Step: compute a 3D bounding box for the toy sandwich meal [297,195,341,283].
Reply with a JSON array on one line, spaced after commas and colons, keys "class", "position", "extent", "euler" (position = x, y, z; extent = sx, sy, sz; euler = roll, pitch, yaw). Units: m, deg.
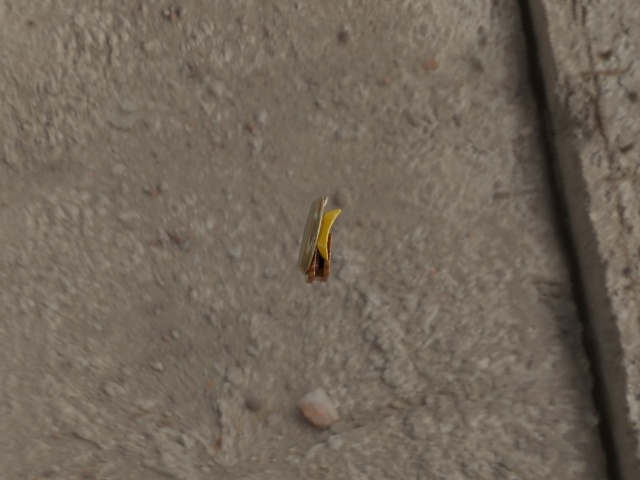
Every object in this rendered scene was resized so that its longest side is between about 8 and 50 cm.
[{"class": "toy sandwich meal", "position": [0.000, 0.000, 0.968], "extent": [0.029, 0.085, 0.085], "euler": [13, 76, -6]}]
